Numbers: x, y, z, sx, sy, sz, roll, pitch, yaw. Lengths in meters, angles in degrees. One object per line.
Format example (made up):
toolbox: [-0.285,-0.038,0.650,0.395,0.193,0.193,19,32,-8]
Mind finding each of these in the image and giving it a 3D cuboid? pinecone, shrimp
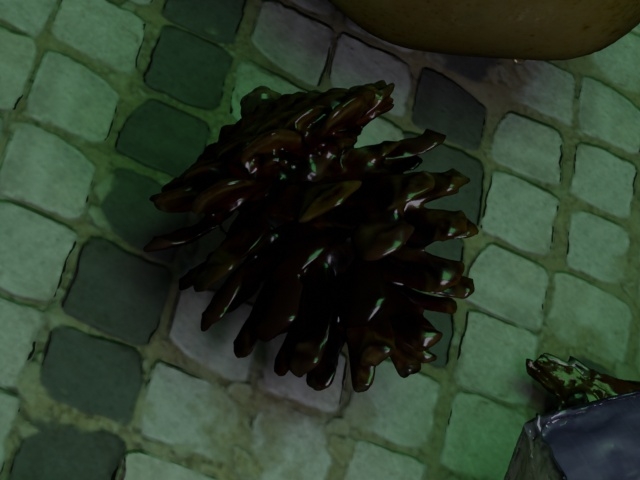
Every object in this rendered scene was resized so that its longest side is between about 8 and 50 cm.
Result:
pinecone: [0.010,-0.003,1.450,0.264,0.264,0.264,14,54,-19]
shrimp: [0.300,0.170,1.606,0.294,0.062,0.154,32,39,-13]

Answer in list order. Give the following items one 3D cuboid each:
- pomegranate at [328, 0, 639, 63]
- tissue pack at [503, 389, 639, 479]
pomegranate: [0.161,-0.349,1.667,0.417,0.416,0.416,14,54,-19]
tissue pack: [0.303,0.201,1.418,0.344,0.242,0.125,-12,51,-19]
